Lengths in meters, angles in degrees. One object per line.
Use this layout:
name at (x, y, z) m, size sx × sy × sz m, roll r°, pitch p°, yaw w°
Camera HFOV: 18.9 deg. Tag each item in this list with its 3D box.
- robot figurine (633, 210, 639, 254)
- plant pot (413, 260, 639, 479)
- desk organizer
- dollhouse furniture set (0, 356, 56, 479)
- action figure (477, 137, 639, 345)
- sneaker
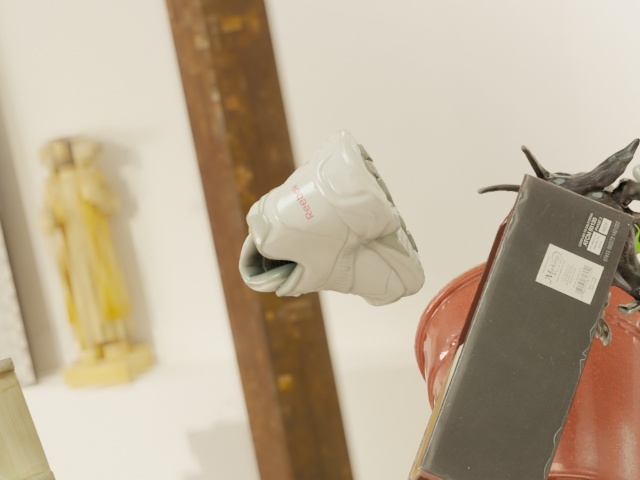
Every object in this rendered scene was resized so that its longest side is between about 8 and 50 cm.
robot figurine at (0.238, 0.012, 1.746) m, size 0.115 × 0.067 × 0.101 m, roll -25°, pitch 13°, yaw -23°
plant pot at (0.228, 0.197, 1.900) m, size 0.272 × 0.272 × 0.265 m, roll -8°, pitch 42°, yaw 10°
desk organizer at (0.076, 0.046, 0.752) m, size 0.047 × 0.130 × 0.050 m, roll 22°, pitch -23°, yaw 0°
dollhouse furniture set at (-0.353, 0.214, 1.783) m, size 0.183 × 0.129 × 0.129 m, roll -18°, pitch -21°, yaw -15°
action figure at (0.241, 0.019, 1.467) m, size 0.164 × 0.275 × 0.141 m, roll -47°, pitch 7°, yaw 17°
sneaker at (0.000, 0.000, 1.327) m, size 0.115 × 0.090 × 0.232 m, roll -28°, pitch -23°, yaw 2°
